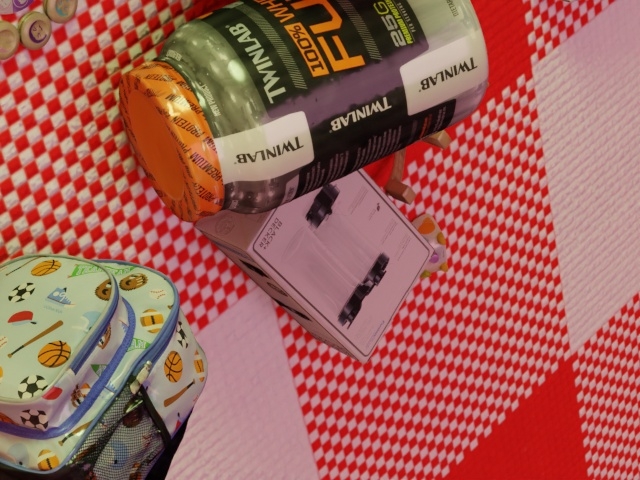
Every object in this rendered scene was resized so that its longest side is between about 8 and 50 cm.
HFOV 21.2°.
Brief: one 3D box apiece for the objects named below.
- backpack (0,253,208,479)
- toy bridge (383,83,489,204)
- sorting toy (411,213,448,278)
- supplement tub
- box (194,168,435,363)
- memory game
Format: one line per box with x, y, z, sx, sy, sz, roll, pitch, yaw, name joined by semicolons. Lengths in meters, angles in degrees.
-0.246;0.130;1.621;0.263;0.276;0.213;-48;140;-41;backpack
0.127;-0.128;2.052;0.188;0.063;0.026;-56;139;-12;toy bridge
0.117;0.021;2.138;0.075;0.045;0.083;-21;124;-19;sorting toy
-0.018;-0.158;1.730;0.338;0.207;0.207;-26;127;-21;supplement tub
0.000;0.000;1.950;0.169;0.087;0.290;-59;139;-11;box
-0.282;-0.256;1.570;0.186;0.012;0.186;-24;125;-40;memory game
